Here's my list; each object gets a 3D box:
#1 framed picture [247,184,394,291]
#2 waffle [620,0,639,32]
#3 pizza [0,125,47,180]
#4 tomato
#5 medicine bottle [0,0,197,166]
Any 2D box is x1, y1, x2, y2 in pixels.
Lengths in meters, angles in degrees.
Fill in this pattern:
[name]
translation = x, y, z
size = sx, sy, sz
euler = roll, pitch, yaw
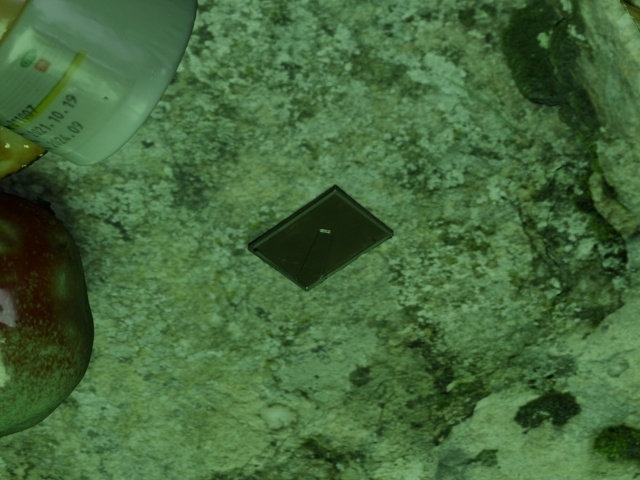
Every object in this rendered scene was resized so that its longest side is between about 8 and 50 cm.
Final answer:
[framed picture]
translation = 0.000, 0.000, 2.092
size = 0.149, 0.011, 0.109
euler = -33, 126, 28
[waffle]
translation = 0.382, -0.187, 1.908
size = 0.191, 0.032, 0.125
euler = 21, 133, -18
[pizza]
translation = -0.459, -0.146, 1.883
size = 0.323, 0.089, 0.223
euler = -9, 129, 14
[tomato]
translation = -0.390, 0.080, 1.998
size = 0.239, 0.303, 0.303
euler = -16, 135, -9
[medicine bottle]
translation = -0.279, -0.224, 1.705
size = 0.232, 0.238, 0.238
euler = 30, 127, -28
